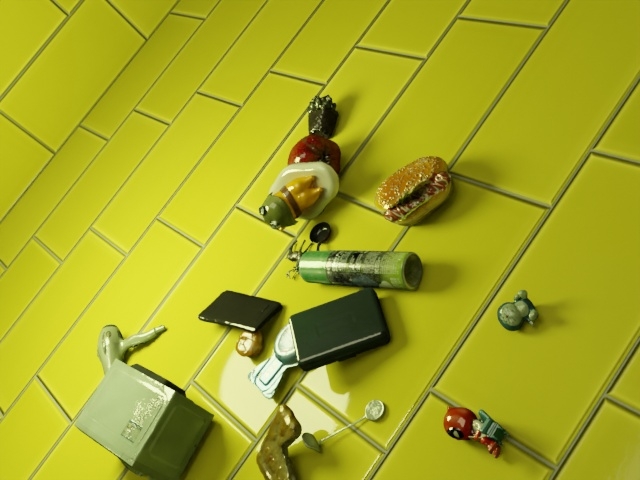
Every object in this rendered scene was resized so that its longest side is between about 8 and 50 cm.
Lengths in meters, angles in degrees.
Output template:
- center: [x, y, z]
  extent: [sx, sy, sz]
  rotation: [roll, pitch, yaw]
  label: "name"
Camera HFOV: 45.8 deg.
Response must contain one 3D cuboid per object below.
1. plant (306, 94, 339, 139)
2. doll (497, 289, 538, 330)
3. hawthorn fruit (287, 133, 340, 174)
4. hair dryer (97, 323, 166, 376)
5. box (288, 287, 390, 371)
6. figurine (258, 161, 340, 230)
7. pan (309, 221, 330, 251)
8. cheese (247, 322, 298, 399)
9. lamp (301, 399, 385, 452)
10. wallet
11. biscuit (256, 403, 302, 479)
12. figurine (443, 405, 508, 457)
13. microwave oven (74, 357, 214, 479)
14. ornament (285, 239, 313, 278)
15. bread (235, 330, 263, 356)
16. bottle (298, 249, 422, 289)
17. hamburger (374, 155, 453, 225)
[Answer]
- center: [0.006, -0.380, 2.335]
  extent: [0.094, 0.092, 0.143]
  rotation: [-18, 57, 38]
  label: "plant"
- center: [0.419, 0.157, 1.608]
  extent: [0.083, 0.050, 0.076]
  rotation: [-32, 61, 13]
  label: "doll"
- center: [-0.034, -0.227, 2.223]
  extent: [0.203, 0.162, 0.162]
  rotation: [-1, 56, 60]
  label: "hawthorn fruit"
- center: [-0.580, 0.356, 2.271]
  extent: [0.225, 0.088, 0.219]
  rotation: [-3, 63, 20]
  label: "hair dryer"
- center: [0.043, 0.213, 1.830]
  extent: [0.230, 0.050, 0.160]
  rotation: [-20, 48, 5]
  label: "box"
- center: [-0.078, -0.118, 2.096]
  extent: [0.250, 0.166, 0.141]
  rotation: [-34, 3, 39]
  label: "figurine"
- center: [0.000, 0.001, 2.089]
  extent: [0.068, 0.023, 0.115]
  rotation: [-18, 46, 27]
  label: "pan"
- center: [-0.081, 0.281, 1.919]
  extent: [0.245, 0.052, 0.135]
  rotation: [-51, 40, -4]
  label: "cheese"
- center: [0.054, 0.414, 1.708]
  extent: [0.198, 0.056, 0.050]
  rotation: [-33, 40, 10]
  label: "lamp"
- center: [-0.226, 0.194, 2.091]
  extent: [0.244, 0.025, 0.124]
  rotation: [8, 41, 43]
  label: "wallet"
- center: [-0.080, 0.488, 1.722]
  extent: [0.174, 0.039, 0.183]
  rotation: [43, 117, 51]
  label: "biscuit"
- center: [0.304, 0.373, 1.519]
  extent: [0.140, 0.068, 0.075]
  rotation: [18, 74, 44]
  label: "figurine"
- center: [-0.455, 0.473, 1.979]
  extent: [0.295, 0.181, 0.237]
  rotation: [13, 66, 44]
  label: "microwave oven"
- center: [-0.071, 0.054, 2.106]
  extent: [0.073, 0.028, 0.125]
  rotation: [-3, 56, 37]
  label: "ornament"
- center: [-0.187, 0.273, 2.017]
  extent: [0.083, 0.046, 0.081]
  rotation: [-51, 44, -7]
  label: "bread"
- center: [0.094, 0.070, 1.908]
  extent: [0.330, 0.093, 0.093]
  rotation: [1, 60, 40]
  label: "bottle"
- center: [0.238, -0.128, 1.927]
  extent: [0.210, 0.116, 0.173]
  rotation: [-37, 40, 11]
  label: "hamburger"
